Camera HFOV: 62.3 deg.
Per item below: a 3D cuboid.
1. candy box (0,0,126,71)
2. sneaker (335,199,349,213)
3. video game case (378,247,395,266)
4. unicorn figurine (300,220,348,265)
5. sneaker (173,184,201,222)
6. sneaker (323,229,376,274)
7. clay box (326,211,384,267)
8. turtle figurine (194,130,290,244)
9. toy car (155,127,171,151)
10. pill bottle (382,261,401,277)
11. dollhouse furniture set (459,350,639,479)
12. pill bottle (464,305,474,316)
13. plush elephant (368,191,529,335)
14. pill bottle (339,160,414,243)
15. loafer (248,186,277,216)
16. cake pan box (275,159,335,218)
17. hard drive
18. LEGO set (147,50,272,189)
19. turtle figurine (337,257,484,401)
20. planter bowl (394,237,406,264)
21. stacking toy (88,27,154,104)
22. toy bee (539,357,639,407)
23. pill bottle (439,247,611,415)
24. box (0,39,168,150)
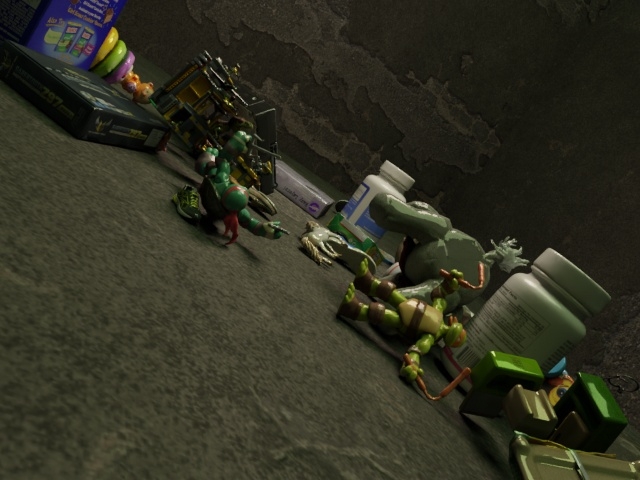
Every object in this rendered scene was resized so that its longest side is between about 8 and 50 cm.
[{"bbox_3d":[-0.459,-0.460,0.958,0.122,0.317,0.268,35,9,-8],"label":"candy box"},{"bbox_3d":[0.132,-0.090,2.038,0.217,0.079,0.121,41,8,18],"label":"sneaker"},{"bbox_3d":[0.231,0.061,1.854,0.166,0.015,0.119,29,11,-40],"label":"video game case"},{"bbox_3d":[0.000,0.000,1.154,0.111,0.060,0.162,38,9,8],"label":"unicorn figurine"},{"bbox_3d":[-0.196,-0.057,0.791,0.031,0.035,0.083,26,14,-45],"label":"sneaker"},{"bbox_3d":[0.067,0.026,1.275,0.152,0.058,0.085,28,19,-12],"label":"sneaker"},{"bbox_3d":[0.100,0.009,1.408,0.127,0.053,0.222,41,0,19],"label":"clay box"},{"bbox_3d":[-0.135,-0.081,0.837,0.118,0.175,0.234,-16,19,-21],"label":"turtle figurine"},{"bbox_3d":[-0.321,-0.210,1.051,0.122,0.060,0.041,-119,-174,-54],"label":"toy car"},{"bbox_3d":[0.226,0.128,1.263,0.160,0.087,0.087,44,12,37],"label":"pill bottle"},{"bbox_3d":[0.303,0.316,0.681,0.197,0.151,0.302,14,32,-10],"label":"dollhouse furniture set"},{"bbox_3d":[0.345,0.193,1.406,0.137,0.078,0.078,32,10,-26],"label":"pill bottle"},{"bbox_3d":[0.214,0.073,1.089,0.329,0.255,0.272,-1,68,-18],"label":"plush elephant"},{"bbox_3d":[0.169,-0.106,1.650,0.152,0.272,0.152,36,9,-7],"label":"pill bottle"},{"bbox_3d":[-0.148,-0.091,1.166,0.125,0.039,0.045,43,-22,20],"label":"loafer"},{"bbox_3d":[-0.075,-0.175,1.747,0.245,0.070,0.267,39,9,0],"label":"cake pan box"},{"bbox_3d":[-0.226,-0.290,1.339,0.339,0.064,0.237,42,-34,34],"label":"hard drive"},{"bbox_3d":[-0.202,-0.258,1.115,0.255,0.192,0.331,51,-3,-31],"label":"LEGO set"},{"bbox_3d":[0.150,0.112,0.856,0.217,0.270,0.087,25,-33,10],"label":"turtle figurine"},{"bbox_3d":[0.306,0.080,1.733,0.162,0.109,0.162,36,9,-7],"label":"planter bowl"},{"bbox_3d":[-0.516,-0.437,1.267,0.302,0.175,0.165,47,-5,-40],"label":"stacking toy"},{"bbox_3d":[0.505,0.322,1.184,0.195,0.162,0.298,49,-27,-20],"label":"toy bee"},{"bbox_3d":[0.367,0.162,0.959,0.160,0.283,0.160,39,11,-9],"label":"pill bottle"},{"bbox_3d":[-0.388,-0.232,0.887,0.183,0.059,0.232,36,9,7],"label":"box"}]
